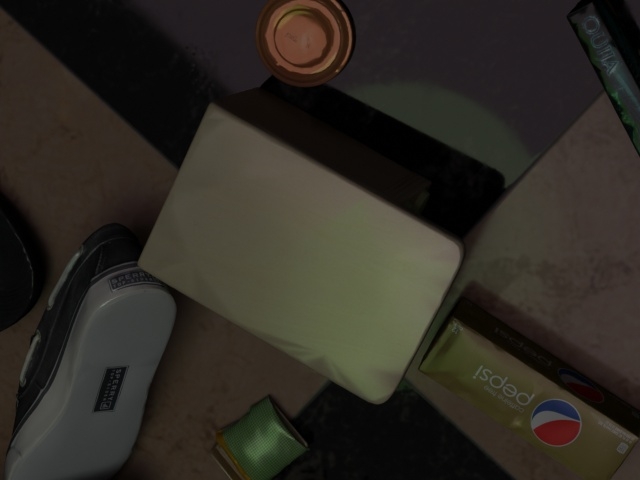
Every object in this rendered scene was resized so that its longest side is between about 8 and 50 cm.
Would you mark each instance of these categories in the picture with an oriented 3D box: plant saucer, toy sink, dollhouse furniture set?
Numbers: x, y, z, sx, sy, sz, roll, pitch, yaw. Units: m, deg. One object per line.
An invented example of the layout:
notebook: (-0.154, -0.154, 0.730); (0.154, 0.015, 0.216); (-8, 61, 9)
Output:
plant saucer: (-0.014, -0.168, 1.317); (0.083, 0.013, 0.083); (3, 103, 13)
toy sink: (0.000, 0.000, 1.293); (0.234, 0.131, 0.153); (29, 108, 10)
dollhouse furniture set: (-0.035, 0.217, 1.382); (0.076, 0.058, 0.152); (-41, 84, 19)

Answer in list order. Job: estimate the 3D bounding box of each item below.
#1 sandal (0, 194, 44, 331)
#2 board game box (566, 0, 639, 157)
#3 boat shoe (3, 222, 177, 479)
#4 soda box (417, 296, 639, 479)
sandal: (-0.454, -0.039, 1.403); (0.445, 0.107, 0.167); (30, 108, 5)
board game box: (0.245, -0.101, 1.213); (0.026, 0.126, 0.186); (-27, 96, 18)
boat shoe: (-0.213, 0.115, 1.389); (0.102, 0.108, 0.301); (61, 140, 39)
soda box: (0.173, 0.125, 1.317); (0.181, 0.061, 0.058); (32, 109, 4)
